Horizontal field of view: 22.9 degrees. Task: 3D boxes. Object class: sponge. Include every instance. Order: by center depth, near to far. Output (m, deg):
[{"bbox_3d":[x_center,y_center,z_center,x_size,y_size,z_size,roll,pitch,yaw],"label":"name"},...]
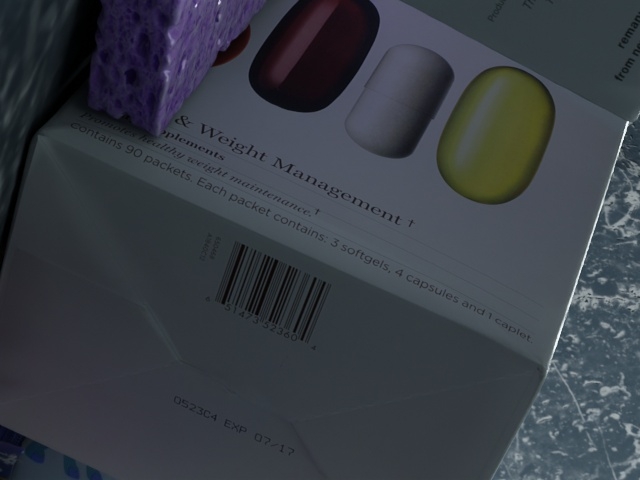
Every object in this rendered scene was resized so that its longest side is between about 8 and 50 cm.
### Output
[{"bbox_3d":[-0.023,-0.138,0.581,0.210,0.031,0.117,-59,168,-51],"label":"sponge"}]

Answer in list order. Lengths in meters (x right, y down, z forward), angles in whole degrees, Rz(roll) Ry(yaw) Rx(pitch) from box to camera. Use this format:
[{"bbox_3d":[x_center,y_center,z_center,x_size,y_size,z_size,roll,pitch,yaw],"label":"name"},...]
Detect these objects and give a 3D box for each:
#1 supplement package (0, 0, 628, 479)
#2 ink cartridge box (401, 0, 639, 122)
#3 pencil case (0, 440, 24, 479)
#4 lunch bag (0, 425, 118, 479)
[{"bbox_3d":[0.000,0.000,0.644,0.203,0.194,0.149,-61,175,-52],"label":"supplement package"},{"bbox_3d":[0.038,-0.129,0.448,0.072,0.175,0.127,-63,178,40],"label":"ink cartridge box"},{"bbox_3d":[-0.148,0.168,0.454,0.236,0.104,0.104,-61,176,-32],"label":"pencil case"},{"bbox_3d":[-0.098,0.097,0.760,0.219,0.090,0.176,-59,173,-60],"label":"lunch bag"}]
